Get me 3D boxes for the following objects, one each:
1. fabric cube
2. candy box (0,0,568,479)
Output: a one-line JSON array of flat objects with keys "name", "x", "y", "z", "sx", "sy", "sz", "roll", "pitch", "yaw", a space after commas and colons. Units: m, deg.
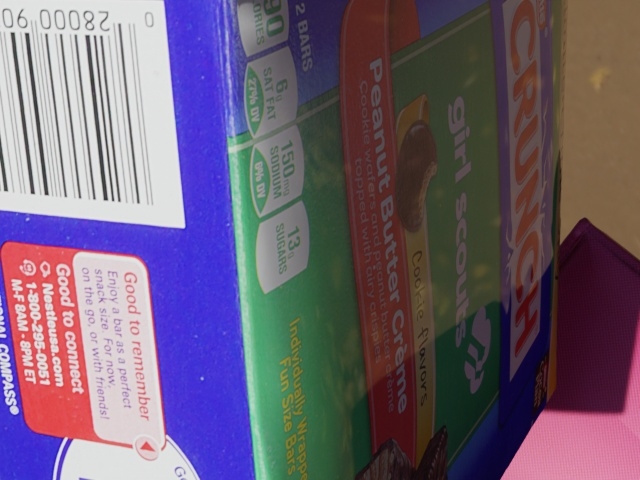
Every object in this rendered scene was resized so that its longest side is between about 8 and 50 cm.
[{"name": "fabric cube", "x": 0.201, "y": 0.174, "z": 0.853, "sx": 0.258, "sy": 0.259, "sz": 0.254, "roll": 41, "pitch": 96, "yaw": 17}, {"name": "candy box", "x": 0.000, "y": 0.000, "z": 0.515, "sx": 0.122, "sy": 0.268, "sz": 0.317, "roll": 6, "pitch": 22, "yaw": 23}]
